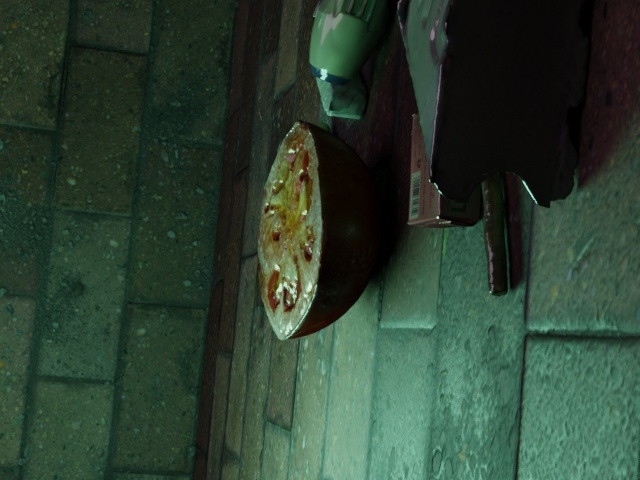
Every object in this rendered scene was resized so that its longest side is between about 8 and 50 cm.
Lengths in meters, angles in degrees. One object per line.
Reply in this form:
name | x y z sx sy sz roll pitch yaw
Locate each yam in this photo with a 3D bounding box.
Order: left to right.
yam | 0.193 -0.050 1.201 0.027 0.029 0.234 -20 60 45

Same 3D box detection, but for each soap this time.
soap | 0.189 -0.223 1.034 0.258 0.159 0.302 113 157 -43

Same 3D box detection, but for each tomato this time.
tomato | 0.010 -0.004 1.674 0.338 0.143 0.338 -177 90 -73

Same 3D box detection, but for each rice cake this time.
rice cake | 0.033 -0.274 1.862 0.206 0.069 0.063 -99 18 -55

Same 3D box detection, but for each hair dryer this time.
hair dryer | 0.072 -0.434 1.753 0.298 0.119 0.296 -80 13 -49

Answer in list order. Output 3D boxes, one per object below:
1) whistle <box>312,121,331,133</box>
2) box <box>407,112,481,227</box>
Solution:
whistle | 0.009 -0.132 1.897 0.258 0.067 0.126 -100 22 -55
box | 0.152 -0.091 1.309 0.111 0.060 0.156 167 106 -76
